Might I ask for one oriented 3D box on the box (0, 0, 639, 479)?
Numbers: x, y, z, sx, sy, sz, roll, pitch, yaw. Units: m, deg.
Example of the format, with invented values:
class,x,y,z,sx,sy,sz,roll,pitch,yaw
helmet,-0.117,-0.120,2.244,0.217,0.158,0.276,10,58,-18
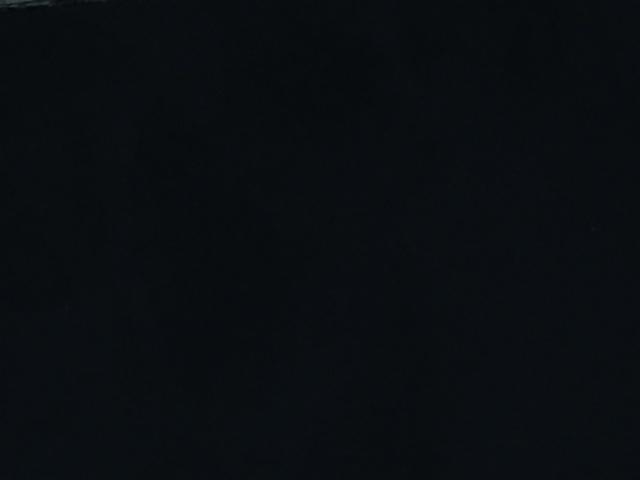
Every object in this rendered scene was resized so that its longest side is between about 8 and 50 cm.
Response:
class,x,y,z,sx,sy,sz,roll,pitch,yaw
box,0.000,0.000,0.607,0.472,0.479,0.297,-66,151,-77
